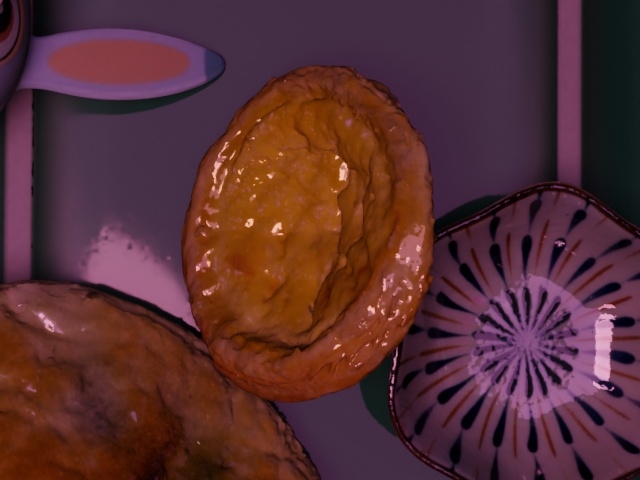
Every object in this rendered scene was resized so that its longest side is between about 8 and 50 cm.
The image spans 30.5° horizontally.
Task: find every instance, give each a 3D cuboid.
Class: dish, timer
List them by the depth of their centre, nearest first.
[{"bbox_3d":[-0.183,-0.129,0.614,0.255,0.175,0.175,-13,90,-7],"label":"timer"},{"bbox_3d":[0.123,0.062,0.688,0.190,0.066,0.191,0,91,-6],"label":"dish"}]

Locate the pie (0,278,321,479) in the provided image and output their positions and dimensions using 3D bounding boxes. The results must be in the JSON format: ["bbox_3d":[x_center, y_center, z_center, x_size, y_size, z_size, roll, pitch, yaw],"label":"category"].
[{"bbox_3d":[-0.112,0.171,0.591,0.337,0.075,0.338,16,53,-22],"label":"pie"}]

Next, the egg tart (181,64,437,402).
[{"bbox_3d":[0.000,0.000,0.644,0.074,0.191,0.191,23,86,-44],"label":"egg tart"}]
